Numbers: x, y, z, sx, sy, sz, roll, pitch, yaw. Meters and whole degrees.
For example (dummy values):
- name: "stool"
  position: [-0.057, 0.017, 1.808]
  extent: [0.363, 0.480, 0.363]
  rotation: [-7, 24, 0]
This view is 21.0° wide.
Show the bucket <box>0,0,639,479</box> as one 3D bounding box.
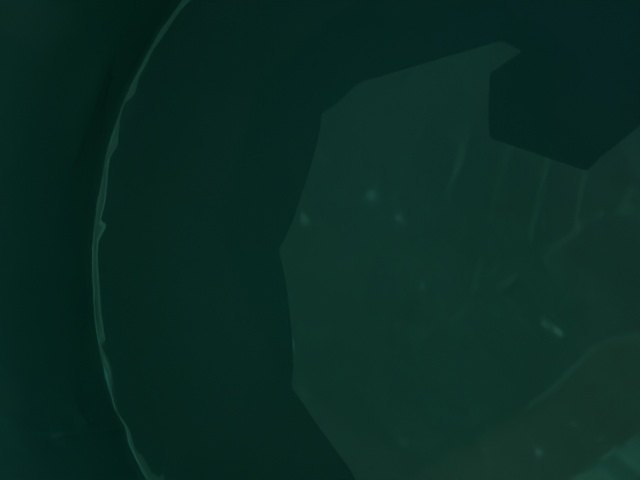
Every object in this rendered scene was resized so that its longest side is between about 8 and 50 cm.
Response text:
- name: "bucket"
  position: [0.000, 0.000, 0.399]
  extent: [0.281, 0.281, 0.183]
  rotation: [49, 16, 20]
